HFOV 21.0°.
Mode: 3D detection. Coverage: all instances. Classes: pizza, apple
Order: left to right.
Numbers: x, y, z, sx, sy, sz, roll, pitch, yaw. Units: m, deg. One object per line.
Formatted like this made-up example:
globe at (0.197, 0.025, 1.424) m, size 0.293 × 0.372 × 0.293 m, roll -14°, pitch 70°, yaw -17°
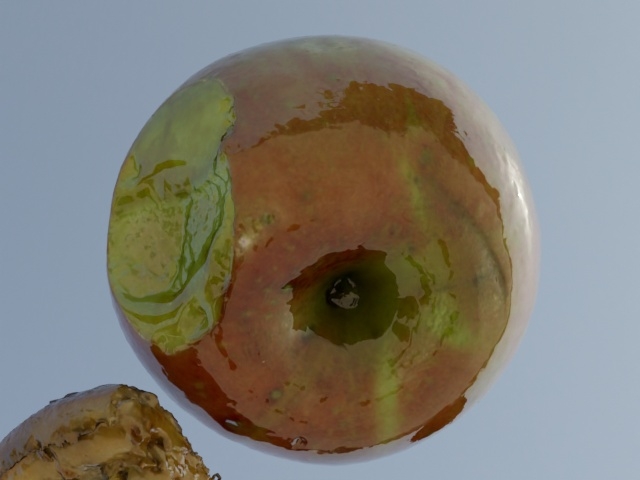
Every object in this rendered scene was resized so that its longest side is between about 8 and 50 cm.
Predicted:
pizza at (-0.161, 0.237, 1.329) m, size 0.251 × 0.074 × 0.287 m, roll -12°, pitch -59°, yaw 38°
apple at (0.000, 0.000, 1.341) m, size 0.339 × 0.339 × 0.339 m, roll -2°, pitch -64°, yaw -3°
